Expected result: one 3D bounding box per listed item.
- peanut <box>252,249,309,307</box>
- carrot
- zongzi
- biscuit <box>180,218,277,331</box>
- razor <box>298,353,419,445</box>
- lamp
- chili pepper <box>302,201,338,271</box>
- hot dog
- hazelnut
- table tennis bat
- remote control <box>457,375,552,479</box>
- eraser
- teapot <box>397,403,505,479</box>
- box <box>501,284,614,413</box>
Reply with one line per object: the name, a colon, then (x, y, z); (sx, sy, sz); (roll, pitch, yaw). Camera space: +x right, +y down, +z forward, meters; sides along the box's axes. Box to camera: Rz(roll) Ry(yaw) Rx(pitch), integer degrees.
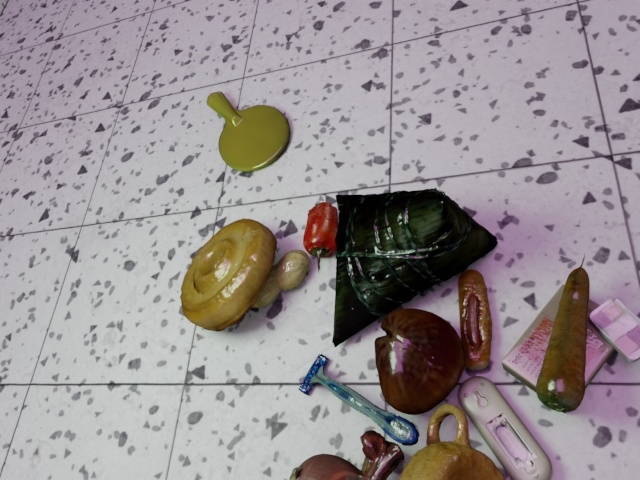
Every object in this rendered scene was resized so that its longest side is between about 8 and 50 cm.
peanut: (-0.104, 0.094, 1.265); (0.187, 0.082, 0.082); (-33, 55, 3)
carrot: (0.449, 0.157, 0.934); (0.078, 0.078, 0.298); (10, 65, 27)
zongzi: (0.148, 0.062, 1.112); (0.384, 0.319, 0.362); (1, 75, 41)
biscuit: (-0.232, 0.073, 1.265); (0.296, 0.102, 0.296); (-30, 40, 29)
razor: (0.061, 0.311, 1.022); (0.324, 0.056, 0.093); (17, 70, 53)
lamp: (0.038, 0.463, 0.962); (0.223, 0.151, 0.215); (3, 50, 17)
chili pepper: (0.000, 0.000, 1.267); (0.084, 0.086, 0.192); (9, 52, -7)
hot dog: (0.317, 0.157, 1.071); (0.066, 0.047, 0.215); (-3, 62, 18)
hazelnut: (0.185, 0.232, 1.012); (0.178, 0.178, 0.204); (16, 70, 29)
table tennis bat: (-0.237, -0.344, 1.581); (0.224, 0.054, 0.368); (-43, 60, -3)
remote control: (0.335, 0.349, 0.960); (0.078, 0.042, 0.221); (-34, 56, 3)
eraser: (0.534, 0.157, 0.922); (0.065, 0.026, 0.105); (-38, 57, 2)
teapot: (0.208, 0.443, 0.896); (0.167, 0.203, 0.311); (-38, 41, 55)
box: (0.459, 0.200, 0.982); (0.201, 0.058, 0.141); (-48, 56, -6)
